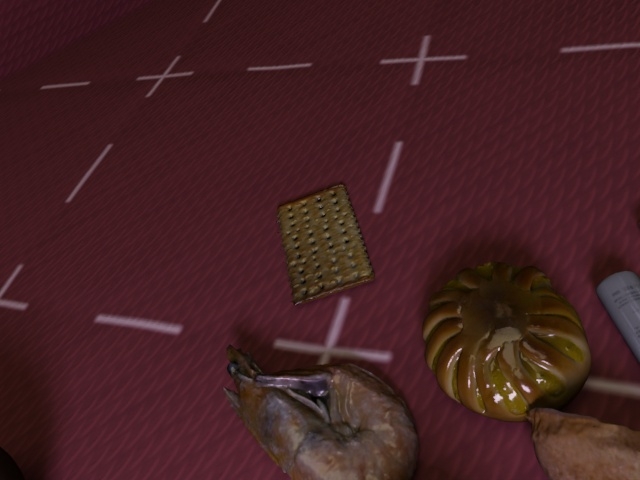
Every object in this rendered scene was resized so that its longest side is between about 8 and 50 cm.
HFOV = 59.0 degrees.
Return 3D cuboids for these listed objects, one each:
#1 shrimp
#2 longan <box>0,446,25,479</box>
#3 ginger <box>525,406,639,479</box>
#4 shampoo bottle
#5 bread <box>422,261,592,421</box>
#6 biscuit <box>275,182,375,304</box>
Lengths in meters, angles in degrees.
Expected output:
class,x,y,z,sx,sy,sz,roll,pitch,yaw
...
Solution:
class,x,y,z,sx,sy,sz,roll,pitch,yaw
shrimp,-0.011,0.212,0.736,0.168,0.077,0.317,-37,51,-25
longan,-0.490,0.353,0.672,0.258,0.258,0.258,-11,48,12
ginger,0.341,0.270,0.511,0.190,0.126,0.354,-45,46,-5
shampoo bottle,0.392,0.124,0.657,0.056,0.056,0.195,-17,47,7
bread,0.223,0.116,0.701,0.214,0.104,0.213,-12,49,15
biscuit,0.000,0.000,0.944,0.139,0.016,0.231,-19,47,4
